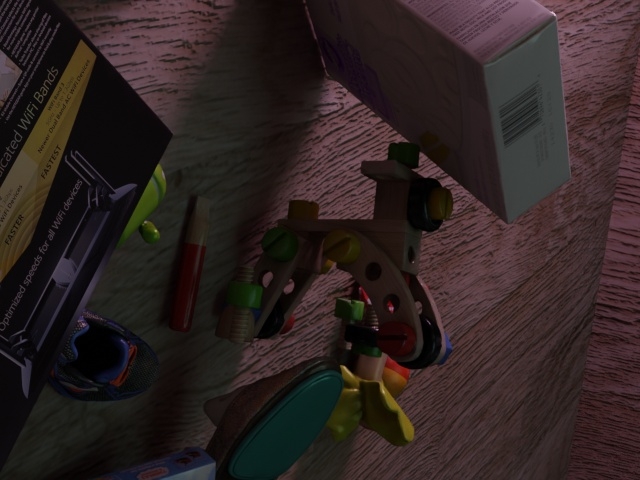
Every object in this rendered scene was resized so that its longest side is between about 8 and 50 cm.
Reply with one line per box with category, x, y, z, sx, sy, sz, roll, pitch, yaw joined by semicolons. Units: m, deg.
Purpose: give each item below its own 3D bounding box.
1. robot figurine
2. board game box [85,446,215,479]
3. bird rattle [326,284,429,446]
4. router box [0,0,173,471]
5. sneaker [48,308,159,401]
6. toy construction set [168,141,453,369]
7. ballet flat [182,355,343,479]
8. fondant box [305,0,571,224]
robot figurine;-0.180;-0.037;1.094;0.101;0.067;0.115;54;48;-19
board game box;-0.198;0.295;1.176;0.211;0.039;0.160;-12;116;-36
bird rattle;0.074;0.162;1.728;0.207;0.143;0.254;73;25;-67
router box;-0.256;-0.021;0.900;0.243;0.081;0.309;52;57;-51
sneaker;-0.200;0.104;1.106;0.221;0.087;0.083;34;73;-64
toy construction set;0.000;0.000;1.344;0.308;0.257;0.237;11;88;-35
ballet flat;-0.097;0.227;1.299;0.107;0.106;0.316;23;104;-49
fondant box;0.110;-0.200;1.306;0.096;0.330;0.238;-35;142;-12
